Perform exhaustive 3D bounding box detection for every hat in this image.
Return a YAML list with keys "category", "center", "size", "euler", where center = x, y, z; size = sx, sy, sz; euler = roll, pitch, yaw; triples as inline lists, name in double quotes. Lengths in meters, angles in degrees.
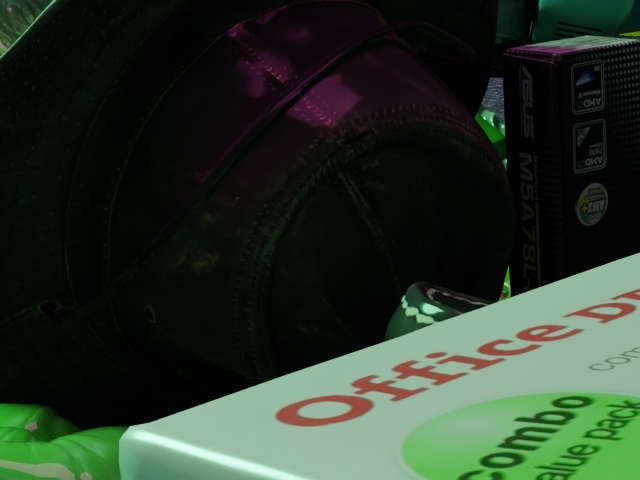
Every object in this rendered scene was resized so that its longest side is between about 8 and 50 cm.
- category: "hat"
  center: [0.000, 0.000, 0.791]
  size: [0.331, 0.331, 0.134]
  euler: [-17, 45, -43]

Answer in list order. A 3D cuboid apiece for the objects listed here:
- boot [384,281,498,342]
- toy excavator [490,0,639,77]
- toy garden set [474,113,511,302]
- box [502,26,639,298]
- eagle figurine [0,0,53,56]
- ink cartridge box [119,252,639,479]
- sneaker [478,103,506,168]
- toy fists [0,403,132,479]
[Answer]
- category: "boot"
  center: [0.219, -0.023, 0.607]
  size: [0.377, 0.284, 0.138]
  euler: [12, 6, 11]
- category: "toy excavator"
  center: [0.249, -0.201, 1.092]
  size: [0.445, 0.222, 0.433]
  euler: [8, 0, 4]
- category: "toy garden set"
  center: [0.032, 0.004, 1.115]
  size: [0.204, 0.049, 0.244]
  euler: [-25, 40, -17]
- category: "box"
  center: [0.174, -0.013, 0.931]
  size: [0.191, 0.184, 0.045]
  euler: [-12, 14, -32]
- category: "eagle figurine"
  center: [-0.130, -0.034, 1.021]
  size: [0.226, 0.225, 0.298]
  euler: [-23, 28, -27]
- category: "ink cartridge box"
  center: [0.128, 0.122, 0.332]
  size: [0.198, 0.197, 0.270]
  euler: [-16, 17, -43]
- category: "sneaker"
  center: [0.030, -0.049, 1.309]
  size: [0.293, 0.102, 0.146]
  euler: [24, -15, 25]
- category: "toy fists"
  center: [-0.084, 0.120, 0.639]
  size: [0.142, 0.096, 0.279]
  euler: [-7, 15, -9]
